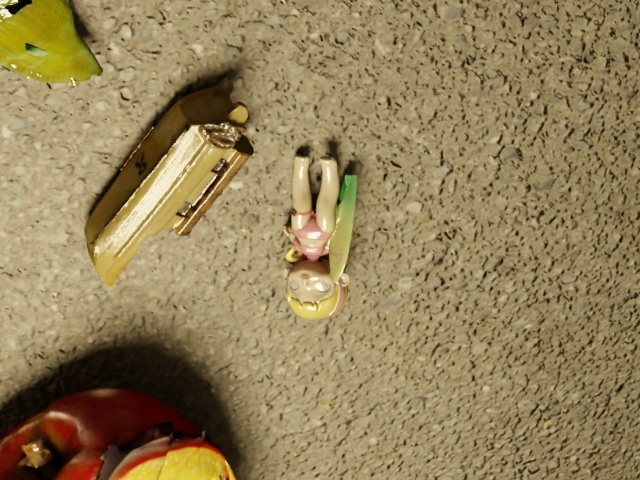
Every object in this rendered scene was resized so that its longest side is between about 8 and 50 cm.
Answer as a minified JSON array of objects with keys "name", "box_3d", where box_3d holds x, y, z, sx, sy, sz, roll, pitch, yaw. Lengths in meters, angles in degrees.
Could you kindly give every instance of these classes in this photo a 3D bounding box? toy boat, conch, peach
[{"name":"toy boat","box_3d":[-0.137,-0.048,1.347,0.088,0.068,0.226,23,116,-37]},{"name":"conch","box_3d":[-0.256,-0.196,1.197,0.095,0.079,0.201,-8,139,11]},{"name":"peach","box_3d":[-0.218,0.289,1.496,0.258,0.201,0.362,-55,144,-13]}]

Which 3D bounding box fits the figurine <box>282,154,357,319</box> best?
[{"name":"figurine","box_3d":[0.000,0.000,1.437,0.083,0.083,0.187,-9,115,-12]}]
